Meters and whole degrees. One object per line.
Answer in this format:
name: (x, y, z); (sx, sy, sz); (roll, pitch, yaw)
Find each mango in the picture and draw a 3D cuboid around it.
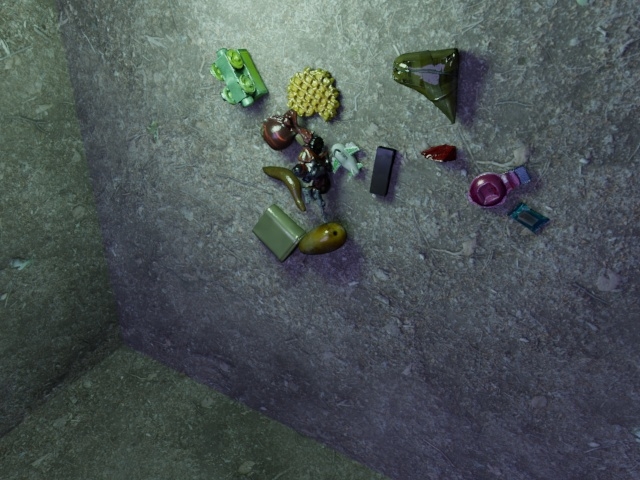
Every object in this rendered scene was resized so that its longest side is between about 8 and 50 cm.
mango: (0.000, 0.000, 2.026); (0.316, 0.193, 0.146); (-20, 84, 46)

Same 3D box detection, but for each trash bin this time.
trash bin: (-0.224, -0.037, 2.167); (0.247, 0.121, 0.243); (44, 126, 5)

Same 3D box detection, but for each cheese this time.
cheese: (0.709, -0.218, 1.612); (0.244, 0.062, 0.155); (-29, 100, 34)

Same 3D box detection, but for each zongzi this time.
zongzi: (0.402, -0.582, 1.550); (0.251, 0.125, 0.274); (6, 123, 24)

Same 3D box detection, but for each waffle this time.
waffle: (-0.039, -0.638, 1.791); (0.253, 0.056, 0.249); (-15, 107, 31)

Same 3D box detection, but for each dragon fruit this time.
dragon fruit: (0.487, -0.367, 1.652); (0.131, 0.097, 0.063); (26, 123, 38)

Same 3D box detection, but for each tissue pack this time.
tissue pack: (0.843, -0.095, 1.629); (0.138, 0.028, 0.085); (35, 129, 1)

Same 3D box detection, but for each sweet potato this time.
sweet potato: (-0.160, -0.290, 2.001); (0.346, 0.079, 0.108); (48, 125, 21)

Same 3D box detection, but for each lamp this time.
lamp: (-0.170, -0.491, 1.865); (0.223, 0.151, 0.215); (-2, 145, 47)

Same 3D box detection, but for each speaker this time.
speaker: (0.279, -0.309, 1.801); (0.082, 0.044, 0.218); (17, 122, 19)

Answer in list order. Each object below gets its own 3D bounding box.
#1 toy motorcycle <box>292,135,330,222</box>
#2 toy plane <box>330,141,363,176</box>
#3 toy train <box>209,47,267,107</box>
toy motorcycle: (-0.029, -0.270, 1.880); (0.134, 0.207, 0.401); (18, 132, 37)
toy plane: (0.117, -0.370, 1.834); (0.174, 0.080, 0.174); (13, 119, 24)
toy train: (-0.372, -0.743, 1.831); (0.159, 0.188, 0.271); (-20, 102, 34)
